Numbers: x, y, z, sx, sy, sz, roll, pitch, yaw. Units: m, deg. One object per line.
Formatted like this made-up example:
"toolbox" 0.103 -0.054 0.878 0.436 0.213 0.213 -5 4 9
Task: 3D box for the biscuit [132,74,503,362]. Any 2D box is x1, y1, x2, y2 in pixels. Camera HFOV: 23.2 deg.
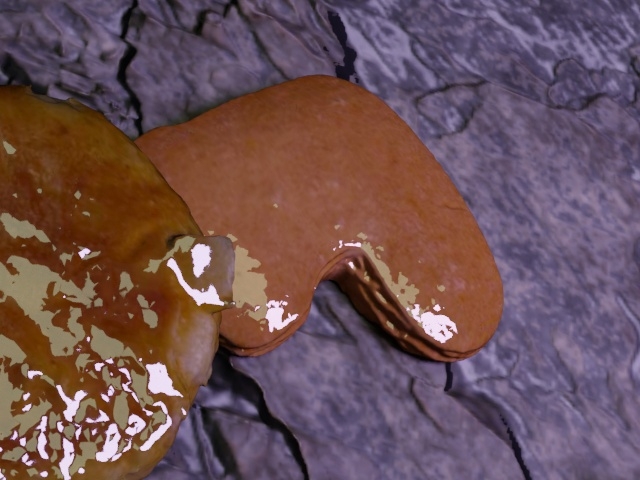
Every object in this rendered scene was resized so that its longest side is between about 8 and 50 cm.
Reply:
"biscuit" 0.000 0.000 0.840 0.192 0.036 0.186 -24 76 -34

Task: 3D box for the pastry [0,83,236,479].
"pastry" -0.157 0.022 0.705 0.218 0.100 0.229 -29 82 -32
